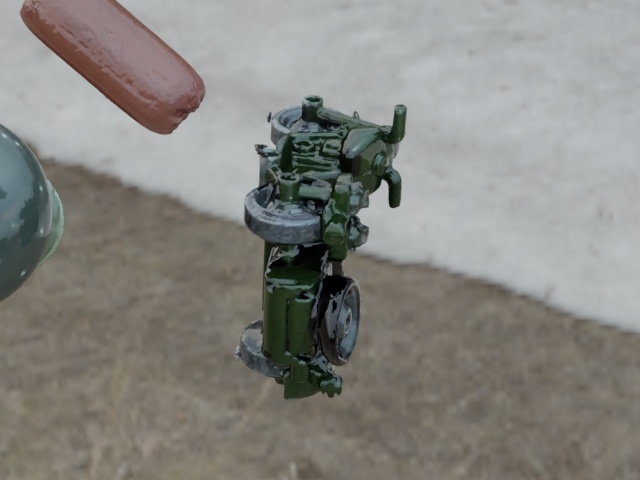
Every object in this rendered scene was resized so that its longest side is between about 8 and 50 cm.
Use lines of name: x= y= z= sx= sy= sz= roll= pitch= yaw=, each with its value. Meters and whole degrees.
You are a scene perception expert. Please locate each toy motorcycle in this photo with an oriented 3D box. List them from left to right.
toy motorcycle: x=0.000 y=0.000 z=1.695 sx=0.127 sy=0.205 sz=0.275 roll=5 pitch=27 yaw=7

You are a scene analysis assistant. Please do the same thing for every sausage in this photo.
sausage: x=-0.157 y=-0.144 z=1.515 sx=0.154 sy=0.062 sz=0.062 roll=40 pitch=46 yaw=-3

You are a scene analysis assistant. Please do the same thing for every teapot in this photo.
teapot: x=-0.315 y=-0.021 z=1.820 sx=0.184 sy=0.183 sz=0.251 roll=1 pitch=-1 yaw=9
